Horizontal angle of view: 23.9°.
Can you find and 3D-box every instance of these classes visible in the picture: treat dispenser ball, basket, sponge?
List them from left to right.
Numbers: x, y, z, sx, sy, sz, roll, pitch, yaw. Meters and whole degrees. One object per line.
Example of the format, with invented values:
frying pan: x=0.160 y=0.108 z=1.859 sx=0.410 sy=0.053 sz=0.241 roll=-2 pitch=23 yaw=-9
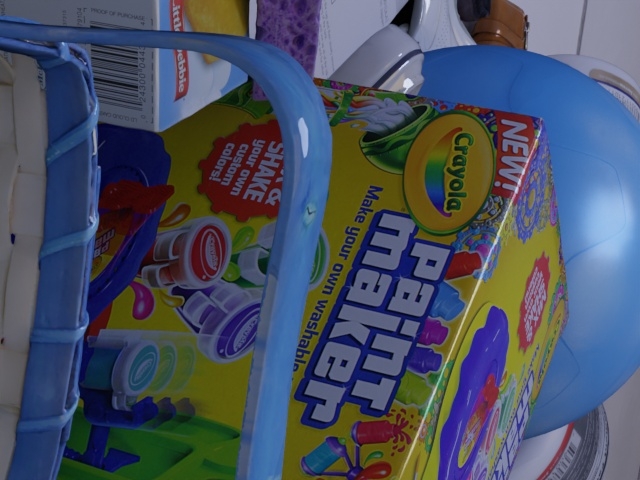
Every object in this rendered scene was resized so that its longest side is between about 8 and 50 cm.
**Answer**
basket: x=-0.137 y=0.044 z=0.506 sx=0.201 sy=0.289 sz=0.254 roll=-22 pitch=121 yaw=-64
sponge: x=-0.016 y=-0.184 z=0.723 sx=0.117 sy=0.031 sz=0.210 roll=95 pitch=-5 yaw=-55
treat dispenser ball: x=0.113 y=0.003 z=1.093 sx=0.288 sy=0.288 sz=0.288 roll=13 pitch=90 yaw=-68

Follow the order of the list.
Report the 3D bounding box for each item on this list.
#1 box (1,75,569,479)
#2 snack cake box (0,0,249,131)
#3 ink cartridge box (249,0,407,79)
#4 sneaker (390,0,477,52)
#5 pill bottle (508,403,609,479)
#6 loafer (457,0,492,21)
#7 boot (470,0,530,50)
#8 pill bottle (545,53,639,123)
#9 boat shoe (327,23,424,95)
box: x=-0.058 y=0.078 z=0.734 sx=0.177 sy=0.279 sz=0.290 roll=71 pitch=37 yaw=-53
snack cake box: x=-0.112 y=-0.190 z=0.626 sx=0.089 sy=0.152 sz=0.264 roll=-41 pitch=138 yaw=-57
ink cartridge box: x=-0.031 y=-0.207 z=0.928 sx=0.296 sy=0.066 sz=0.261 roll=83 pitch=30 yaw=-41
sneaker: x=0.066 y=-0.152 z=1.191 sx=0.115 sy=0.090 sz=0.232 roll=-45 pitch=133 yaw=-42
pill bottle: x=0.152 y=0.171 z=1.386 sx=0.363 sy=0.210 sz=0.210 roll=46 pitch=60 yaw=-65
loafer: x=0.129 y=-0.300 z=1.205 sx=0.109 sy=0.095 sz=0.302 roll=-81 pitch=165 yaw=-45
boot: x=0.149 y=-0.152 z=1.396 sx=0.197 sy=0.073 sz=0.152 roll=-3 pitch=106 yaw=-80
pill bottle: x=0.237 y=-0.039 z=1.497 sx=0.153 sy=0.153 sz=0.264 roll=65 pitch=32 yaw=-57
boat shoe: x=0.000 y=0.000 z=0.919 sx=0.267 sy=0.088 sz=0.096 roll=-57 pitch=168 yaw=9
